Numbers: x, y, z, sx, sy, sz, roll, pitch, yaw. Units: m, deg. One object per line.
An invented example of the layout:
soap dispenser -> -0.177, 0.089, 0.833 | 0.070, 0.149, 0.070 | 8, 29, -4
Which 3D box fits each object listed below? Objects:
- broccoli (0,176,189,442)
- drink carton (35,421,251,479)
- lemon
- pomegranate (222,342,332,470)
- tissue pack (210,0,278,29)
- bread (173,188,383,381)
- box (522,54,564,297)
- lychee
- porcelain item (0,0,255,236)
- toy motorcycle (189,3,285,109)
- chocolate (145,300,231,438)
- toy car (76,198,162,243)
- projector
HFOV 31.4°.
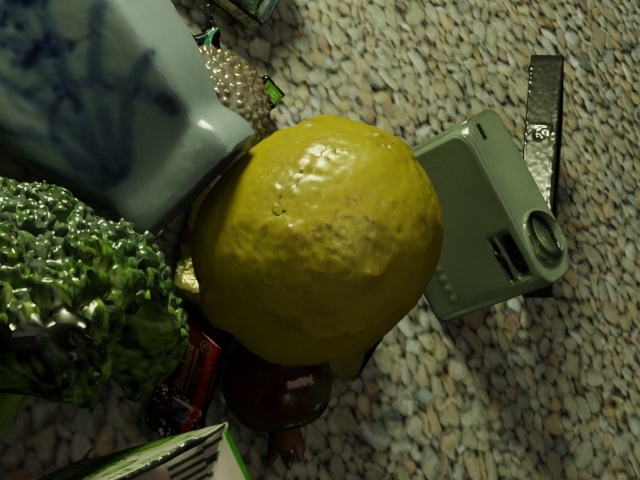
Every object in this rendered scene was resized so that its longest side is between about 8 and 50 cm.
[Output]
broccoli -> -0.293, 0.066, 1.028 | 0.277, 0.338, 0.317 | 34, 68, 9
drink carton -> -0.188, 0.253, 1.036 | 0.161, 0.271, 0.108 | -20, 90, -48
lemon -> -0.002, 0.002, 1.229 | 0.284, 0.260, 0.260 | -19, 85, -39
pomegranate -> -0.056, 0.181, 1.320 | 0.129, 0.129, 0.159 | 5, 112, -42
tissue pack -> -0.135, -0.414, 1.509 | 0.235, 0.073, 0.173 | 33, 74, -29
bread -> -0.049, 0.054, 1.428 | 0.264, 0.163, 0.167 | 13, 59, -4
box -> 0.345, -0.102, 1.778 | 0.211, 0.058, 0.350 | 75, 21, -54
lychee -> -0.135, -0.144, 1.351 | 0.197, 0.165, 0.165 | 42, 47, -31
porcelain item -> -0.267, -0.195, 1.173 | 0.405, 0.242, 0.178 | 46, 5, 0
toy motorcycle -> -0.128, -0.220, 1.469 | 0.173, 0.058, 0.100 | 47, 39, -19
chocolate -> -0.149, 0.153, 1.292 | 0.086, 0.028, 0.182 | 39, 38, -27
toy car -> -0.243, -0.041, 1.277 | 0.142, 0.055, 0.069 | 35, 49, -9
projector -> 0.210, -0.033, 1.596 | 0.108, 0.198, 0.250 | -30, 92, -46
